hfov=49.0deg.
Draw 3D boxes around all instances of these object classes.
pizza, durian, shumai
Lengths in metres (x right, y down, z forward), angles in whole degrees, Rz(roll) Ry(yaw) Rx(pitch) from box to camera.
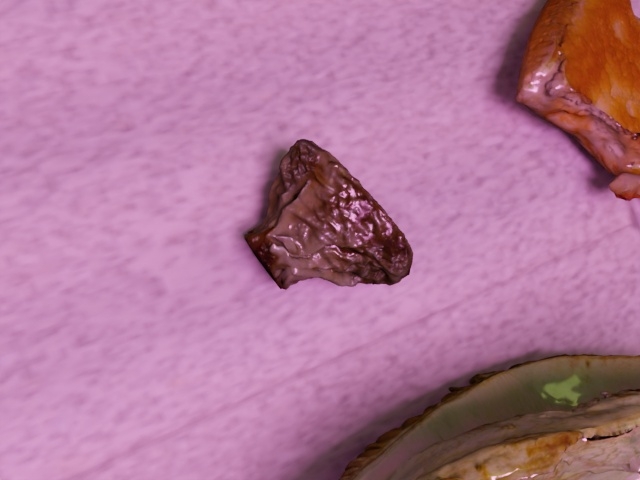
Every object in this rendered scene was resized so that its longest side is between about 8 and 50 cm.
[{"bbox_3d":[0.294,-0.108,0.635,0.296,0.071,0.189,30,59,-19],"label":"pizza"},{"bbox_3d":[0.150,0.169,0.460,0.394,0.198,0.163,-6,85,-21],"label":"durian"},{"bbox_3d":[0.000,0.000,0.490,0.087,0.099,0.124,-44,97,-6],"label":"shumai"}]
